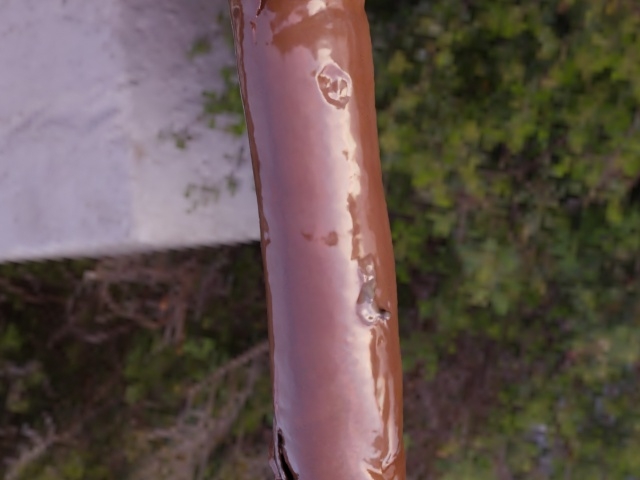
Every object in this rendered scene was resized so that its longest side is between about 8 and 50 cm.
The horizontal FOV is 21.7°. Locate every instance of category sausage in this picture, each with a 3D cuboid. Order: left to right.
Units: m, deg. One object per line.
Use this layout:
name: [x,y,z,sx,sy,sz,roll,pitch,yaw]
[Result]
sausage: [0.000,0.000,1.083,0.094,0.418,0.094,-7,-166,-8]
